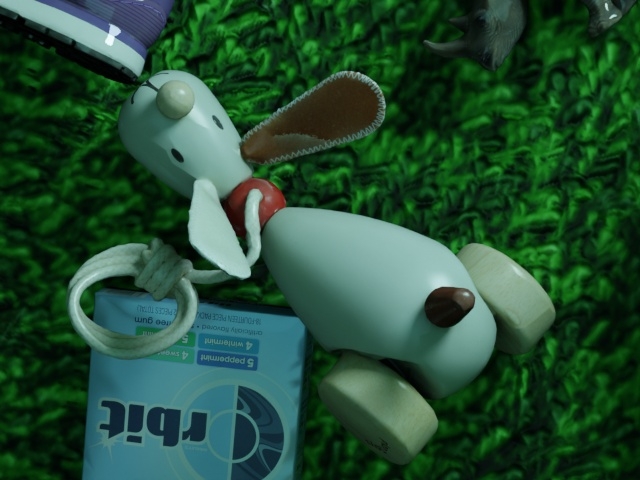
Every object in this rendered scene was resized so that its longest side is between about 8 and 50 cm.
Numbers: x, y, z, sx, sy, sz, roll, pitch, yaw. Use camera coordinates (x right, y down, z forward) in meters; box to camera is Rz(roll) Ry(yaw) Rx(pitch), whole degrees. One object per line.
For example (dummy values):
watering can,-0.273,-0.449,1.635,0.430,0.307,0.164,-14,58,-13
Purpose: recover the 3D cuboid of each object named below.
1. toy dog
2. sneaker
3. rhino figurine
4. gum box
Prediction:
toy dog,0.000,0.000,1.319,0.334,0.161,0.220,21,68,3
sneaker,-0.228,-0.224,1.395,0.283,0.107,0.124,26,85,2
rhino figurine,0.173,-0.194,1.329,0.243,0.073,0.106,-31,94,13
gum box,-0.090,0.134,1.426,0.157,0.041,0.184,7,98,9
